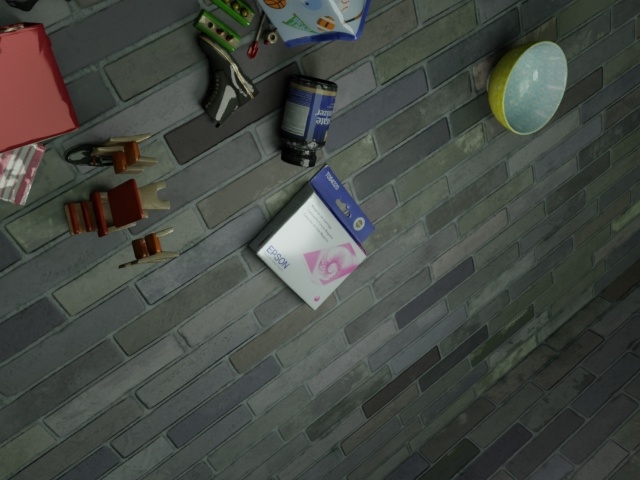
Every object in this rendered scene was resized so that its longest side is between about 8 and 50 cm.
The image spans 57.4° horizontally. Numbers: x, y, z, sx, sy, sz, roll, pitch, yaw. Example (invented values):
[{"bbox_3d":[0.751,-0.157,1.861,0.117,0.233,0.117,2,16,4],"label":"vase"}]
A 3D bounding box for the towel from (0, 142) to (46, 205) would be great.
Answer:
[{"bbox_3d":[-0.681,-0.160,1.186,0.197,0.029,0.144,18,101,-40],"label":"towel"}]

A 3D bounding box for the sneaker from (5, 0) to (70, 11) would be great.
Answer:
[{"bbox_3d":[-0.477,-0.530,1.111,0.283,0.107,0.124,-28,141,-17],"label":"sneaker"}]

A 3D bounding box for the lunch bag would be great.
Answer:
[{"bbox_3d":[-0.004,-0.663,1.211,0.328,0.239,0.385,48,52,-57],"label":"lunch bag"}]

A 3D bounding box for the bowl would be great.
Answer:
[{"bbox_3d":[0.625,-0.494,1.859,0.289,0.156,0.289,-16,121,-29],"label":"bowl"}]

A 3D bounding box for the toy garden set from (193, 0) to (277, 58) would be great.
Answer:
[{"bbox_3d":[-0.144,-0.544,1.356,0.204,0.049,0.244,27,96,-41],"label":"toy garden set"}]

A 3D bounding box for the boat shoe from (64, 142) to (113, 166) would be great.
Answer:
[{"bbox_3d":[-0.495,-0.188,1.297,0.133,0.042,0.049,-8,120,-31],"label":"boat shoe"}]

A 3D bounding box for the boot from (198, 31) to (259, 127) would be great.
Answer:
[{"bbox_3d":[-0.247,-0.367,1.363,0.137,0.077,0.198,-45,130,-1],"label":"boot"}]

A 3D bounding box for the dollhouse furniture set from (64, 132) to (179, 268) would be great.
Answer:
[{"bbox_3d":[-0.435,-0.069,1.246,0.135,0.259,0.262,-13,91,-39],"label":"dollhouse furniture set"}]

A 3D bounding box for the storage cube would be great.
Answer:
[{"bbox_3d":[-0.583,-0.281,1.074,0.215,0.183,0.193,-25,121,-27],"label":"storage cube"}]

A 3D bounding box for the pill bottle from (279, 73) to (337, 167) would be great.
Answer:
[{"bbox_3d":[-0.037,-0.306,1.508,0.123,0.123,0.219,-1,114,-35],"label":"pill bottle"}]

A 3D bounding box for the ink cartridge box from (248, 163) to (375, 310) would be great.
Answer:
[{"bbox_3d":[0.000,0.000,1.731,0.330,0.071,0.324,-46,131,-5],"label":"ink cartridge box"}]
